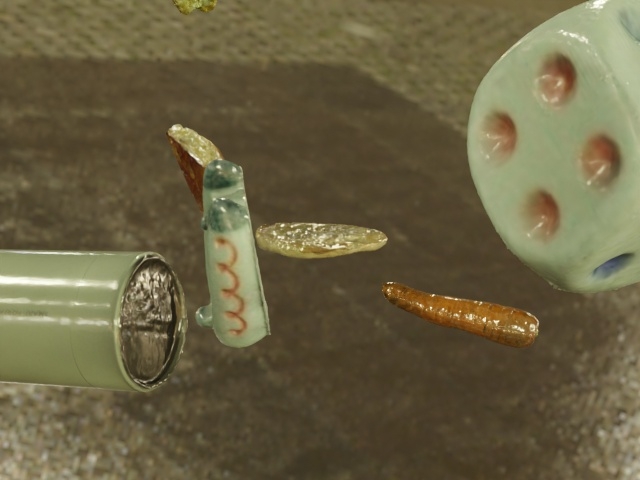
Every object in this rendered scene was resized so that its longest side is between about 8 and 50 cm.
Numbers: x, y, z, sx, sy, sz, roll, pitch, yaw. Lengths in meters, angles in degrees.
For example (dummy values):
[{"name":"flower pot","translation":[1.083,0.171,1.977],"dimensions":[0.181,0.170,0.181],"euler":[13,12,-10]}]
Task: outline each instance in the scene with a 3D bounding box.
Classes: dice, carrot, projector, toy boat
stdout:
[{"name":"dice","translation":[0.353,-0.114,1.781],"dimensions":[0.265,0.262,0.268],"euler":[-5,60,-39]},{"name":"carrot","translation":[0.163,0.084,1.790],"dimensions":[0.191,0.047,0.047],"euler":[15,23,4]},{"name":"projector","translation":[-0.275,0.057,1.188],"dimensions":[0.338,0.108,0.108],"euler":[1,17,23]},{"name":"toy boat","translation":[-0.102,0.023,1.596],"dimensions":[0.079,0.207,0.134],"euler":[-10,37,-4]}]

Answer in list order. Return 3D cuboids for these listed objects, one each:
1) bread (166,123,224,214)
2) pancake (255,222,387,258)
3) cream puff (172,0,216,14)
[{"name":"bread","translation":[-0.158,-0.100,2.166],"dimensions":[0.054,0.154,0.136],"euler":[-30,10,-15]},{"name":"pancake","translation":[0.000,-0.001,1.716],"dimensions":[0.152,0.025,0.151],"euler":[2,9,0]},{"name":"cream puff","translation":[-0.166,-0.416,1.991],"dimensions":[0.195,0.194,0.221],"euler":[23,-4,13]}]
